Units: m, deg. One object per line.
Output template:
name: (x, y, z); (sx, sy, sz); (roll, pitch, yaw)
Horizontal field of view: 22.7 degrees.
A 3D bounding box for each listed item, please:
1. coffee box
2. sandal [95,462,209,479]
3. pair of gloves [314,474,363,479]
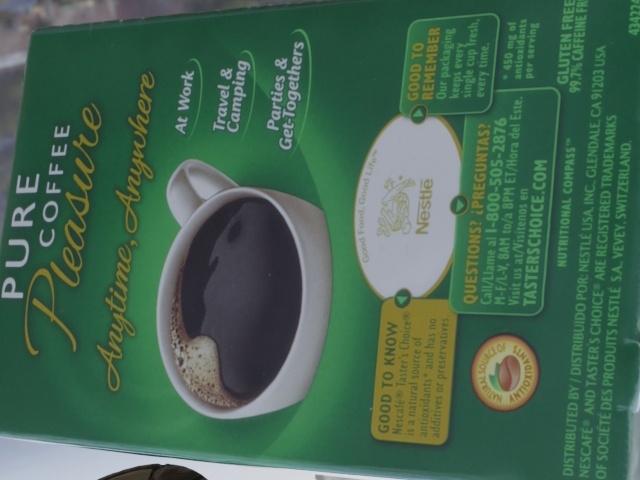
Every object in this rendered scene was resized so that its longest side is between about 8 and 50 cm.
coffee box: (0.000, 0.000, 0.380); (0.184, 0.113, 0.040); (-1, 169, 34)
sandal: (-0.068, 0.238, 0.800); (0.120, 0.302, 0.086); (-16, 138, -16)
pair of gloves: (0.065, 0.003, 0.765); (0.204, 0.240, 0.042); (-11, -164, -40)
